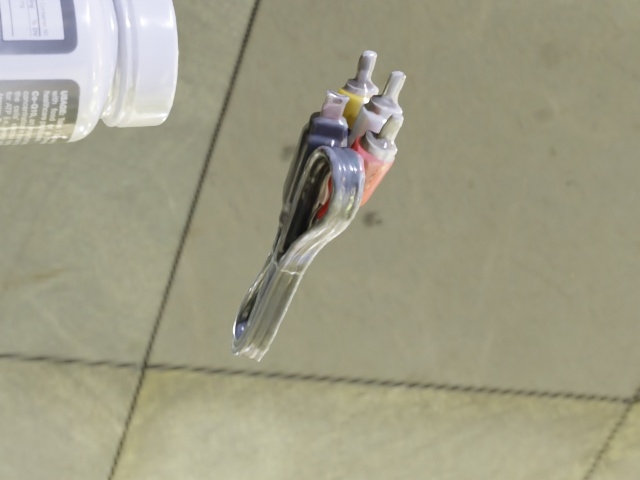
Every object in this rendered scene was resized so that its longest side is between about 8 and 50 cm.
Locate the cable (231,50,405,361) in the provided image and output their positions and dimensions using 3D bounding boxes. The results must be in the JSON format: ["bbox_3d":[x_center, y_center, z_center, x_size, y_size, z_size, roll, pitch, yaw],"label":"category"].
[{"bbox_3d":[0.000,0.000,1.196,0.072,0.139,0.287,9,122,-15],"label":"cable"}]

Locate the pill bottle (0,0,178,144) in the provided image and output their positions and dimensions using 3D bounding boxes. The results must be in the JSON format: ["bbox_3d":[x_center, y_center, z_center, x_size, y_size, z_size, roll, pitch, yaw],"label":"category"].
[{"bbox_3d":[-0.277,-0.161,1.323,0.283,0.161,0.161,-3,134,-21],"label":"pill bottle"}]
